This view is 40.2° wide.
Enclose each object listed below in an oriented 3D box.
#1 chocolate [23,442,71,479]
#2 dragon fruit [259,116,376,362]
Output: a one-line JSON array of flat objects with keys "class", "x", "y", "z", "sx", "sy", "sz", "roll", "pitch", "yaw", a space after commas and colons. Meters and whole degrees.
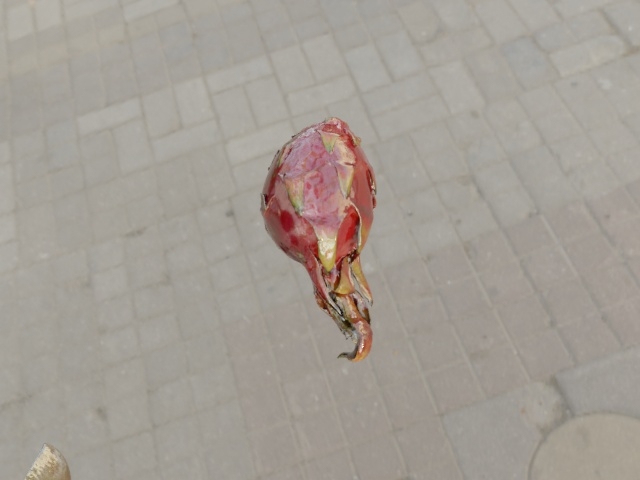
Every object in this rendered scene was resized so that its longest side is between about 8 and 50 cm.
[{"class": "chocolate", "x": -0.444, "y": 0.447, "z": 1.334, "sx": 0.080, "sy": 0.157, "sz": 0.254, "roll": 23, "pitch": 27, "yaw": -6}, {"class": "dragon fruit", "x": 0.000, "y": 0.000, "z": 0.676, "sx": 0.094, "sy": 0.094, "sz": 0.191, "roll": -6, "pitch": 80, "yaw": 9}]
